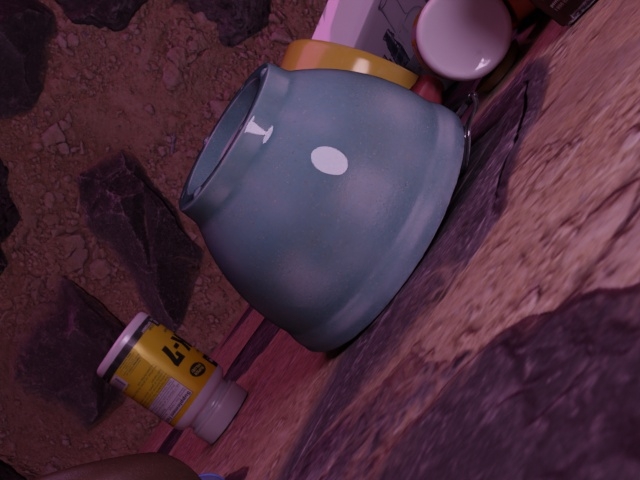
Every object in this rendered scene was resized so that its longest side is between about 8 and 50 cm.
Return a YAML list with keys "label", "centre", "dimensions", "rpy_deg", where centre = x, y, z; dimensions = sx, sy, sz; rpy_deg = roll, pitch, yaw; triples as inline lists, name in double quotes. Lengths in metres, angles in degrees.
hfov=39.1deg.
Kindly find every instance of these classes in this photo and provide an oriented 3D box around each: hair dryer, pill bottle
- label: "hair dryer"
  centre: [0.126, -0.108, 1.064]
  dimensions: [0.224, 0.080, 0.294]
  rpy_deg: [-49, 20, 29]
- label: "pill bottle"
  centre: [0.178, -0.268, 1.179]
  dimensions: [0.118, 0.117, 0.208]
  rpy_deg: [-53, 4, 10]
- label: "pill bottle"
  centre: [-0.224, 0.214, 1.382]
  dimensions: [0.119, 0.208, 0.119]
  rpy_deg: [-54, 4, 6]

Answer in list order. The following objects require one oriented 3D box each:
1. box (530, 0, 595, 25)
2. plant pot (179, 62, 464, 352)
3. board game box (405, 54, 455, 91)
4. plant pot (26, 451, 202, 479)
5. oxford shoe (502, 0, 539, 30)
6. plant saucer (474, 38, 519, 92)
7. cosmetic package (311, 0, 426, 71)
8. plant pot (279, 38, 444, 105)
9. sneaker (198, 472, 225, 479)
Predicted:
- label: "box"
  centre: [0.261, -0.365, 0.897]
  dimensions: [0.203, 0.167, 0.168]
  rpy_deg: [-56, 4, -29]
- label: "plant pot"
  centre: [-0.020, -0.060, 0.927]
  dimensions: [0.293, 0.196, 0.293]
  rpy_deg: [-50, 20, 26]
- label: "board game box"
  centre: [0.278, -0.402, 1.565]
  dimensions: [0.224, 0.097, 0.303]
  rpy_deg: [-56, 4, -10]
- label: "plant pot"
  centre: [-0.188, 0.268, 0.726]
  dimensions: [0.215, 0.215, 0.230]
  rpy_deg: [-52, -10, 25]
- label: "oxford shoe"
  centre: [0.287, -0.372, 1.229]
  dimensions: [0.132, 0.130, 0.364]
  rpy_deg: [-32, 13, 13]
- label: "plant saucer"
  centre: [0.227, -0.218, 1.147]
  dimensions: [0.083, 0.015, 0.083]
  rpy_deg: [-53, 4, 5]
- label: "cosmetic package"
  centre: [0.077, -0.308, 1.653]
  dimensions: [0.284, 0.097, 0.377]
  rpy_deg: [38, -108, -60]
- label: "plant pot"
  centre: [0.030, -0.143, 1.368]
  dimensions: [0.254, 0.253, 0.239]
  rpy_deg: [179, 112, -85]
- label: "sneaker"
  centre: [-0.132, 0.273, 0.934]
  dimensions: [0.144, 0.053, 0.059]
  rpy_deg: [-50, 4, 38]
